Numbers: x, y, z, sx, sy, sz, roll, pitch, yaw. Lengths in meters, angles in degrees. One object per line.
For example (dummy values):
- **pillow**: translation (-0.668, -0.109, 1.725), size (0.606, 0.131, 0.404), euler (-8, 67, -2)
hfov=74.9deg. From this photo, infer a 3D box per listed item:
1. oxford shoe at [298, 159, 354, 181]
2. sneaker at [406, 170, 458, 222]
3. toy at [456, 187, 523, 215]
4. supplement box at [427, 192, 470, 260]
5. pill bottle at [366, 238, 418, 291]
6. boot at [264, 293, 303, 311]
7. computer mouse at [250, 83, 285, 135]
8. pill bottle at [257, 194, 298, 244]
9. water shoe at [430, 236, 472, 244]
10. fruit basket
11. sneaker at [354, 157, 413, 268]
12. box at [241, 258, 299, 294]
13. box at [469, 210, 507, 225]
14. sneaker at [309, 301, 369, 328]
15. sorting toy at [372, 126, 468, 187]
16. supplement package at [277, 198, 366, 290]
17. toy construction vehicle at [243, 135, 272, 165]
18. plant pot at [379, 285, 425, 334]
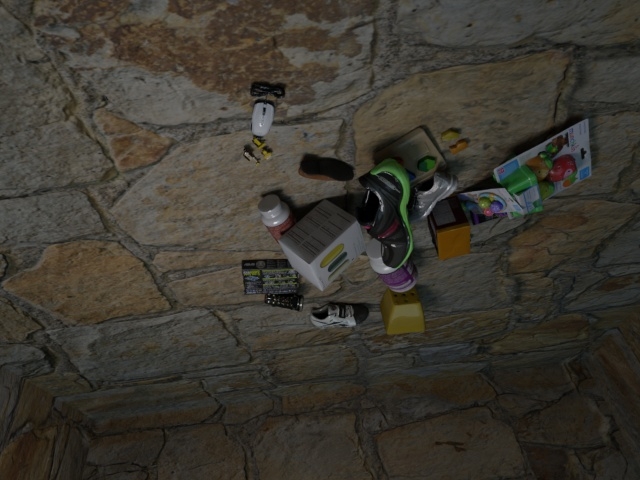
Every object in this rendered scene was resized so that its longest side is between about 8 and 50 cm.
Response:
- **oxford shoe**: translation (0.020, -0.255, 1.549), size (0.213, 0.075, 0.076), euler (6, 169, -19)
- **sneaker**: translation (0.409, -0.182, 1.658), size (0.116, 0.105, 0.281), euler (23, 135, -19)
- **toy**: translation (0.658, -0.137, 1.660), size (0.137, 0.056, 0.237), euler (39, 166, -23)
- **supplement box**: translation (0.532, -0.058, 1.748), size (0.129, 0.194, 0.191), euler (-14, 140, 8)
- **pill bottle**: translation (0.330, 0.105, 1.936), size (0.170, 0.169, 0.301), euler (-24, 138, 19)
- **boot**: translation (-0.186, 0.307, 2.111), size (0.179, 0.085, 0.236), euler (9, 173, -14)
- **computer mouse**: translation (-0.181, -0.405, 1.340), size (0.106, 0.042, 0.192), euler (4, 139, -15)
- **pill bottle**: translation (-0.164, -0.081, 1.674), size (0.121, 0.121, 0.216), euler (-16, 140, 11)
- **water shoe**: translation (0.610, 0.013, 1.935), size (0.204, 0.080, 0.072), euler (2, 140, -11)
- **fruit basket**: translation (0.863, -0.249, 1.595), size (0.353, 0.165, 0.327), euler (-25, 137, 16)
- **sneaker**: translation (0.232, -0.085, 1.591), size (0.203, 0.185, 0.482), euler (-20, 128, -8)
- **box**: translation (-0.240, 0.178, 2.024), size (0.271, 0.060, 0.216), euler (-2, 140, -7)
- **box**: translation (0.737, -0.133, 1.819), size (0.162, 0.029, 0.116), euler (-18, 139, 15)
- **sneaker**: translation (0.101, 0.409, 2.305), size (0.331, 0.122, 0.146), euler (-13, 142, 6)
- **sorting toy**: translation (0.375, -0.310, 1.539), size (0.308, 0.041, 0.229), euler (-29, 136, 24)
- **supplement package**: translation (0.012, 0.017, 1.669), size (0.263, 0.198, 0.199), euler (-42, 143, -17)
- **toy construction vehicle**: translation (-0.222, -0.314, 1.458), size (0.086, 0.035, 0.098), euler (-36, 136, 15)
- **plant pot**: translation (0.442, 0.354, 2.242), size (0.213, 0.212, 0.187), euler (-6, 128, -1)
